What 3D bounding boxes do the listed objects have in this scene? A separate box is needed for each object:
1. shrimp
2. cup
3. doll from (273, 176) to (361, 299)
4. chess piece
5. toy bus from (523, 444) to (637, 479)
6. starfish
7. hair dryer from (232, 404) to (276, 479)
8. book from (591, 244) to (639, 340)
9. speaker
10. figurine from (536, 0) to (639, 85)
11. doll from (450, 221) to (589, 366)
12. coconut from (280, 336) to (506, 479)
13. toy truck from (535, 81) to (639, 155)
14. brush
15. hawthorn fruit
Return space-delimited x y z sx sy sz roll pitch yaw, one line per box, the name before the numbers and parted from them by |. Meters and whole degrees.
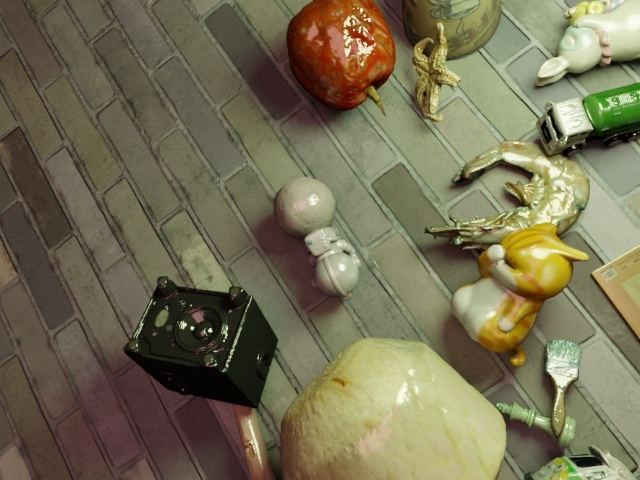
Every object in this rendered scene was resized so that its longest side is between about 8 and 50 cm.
shrimp | 0.388 -0.089 1.166 0.360 0.085 0.246 -20 71 4
cup | 0.309 -0.590 1.190 0.227 0.257 0.301 33 87 16
doll | 0.000 0.000 1.219 0.151 0.151 0.287 -28 77 8
chess piece | 0.423 0.357 1.083 0.149 0.059 0.059 16 84 21
toy bus | 0.531 0.526 0.975 0.179 0.143 0.305 -38 72 3
starfish | 0.246 -0.372 1.209 0.150 0.053 0.209 38 135 39
hair dryer | -0.147 0.460 1.165 0.107 0.189 0.344 -30 59 10
book | 0.647 0.107 1.092 0.118 0.012 0.172 -32 73 7
speaker | -0.241 0.225 1.157 0.232 0.254 0.184 6 57 16
figurine | 0.569 -0.430 1.158 0.236 0.127 0.155 -14 95 15
doll | 0.375 0.097 1.065 0.269 0.162 0.166 -66 29 26
coconut | 0.139 0.396 1.002 0.416 0.344 0.415 1 97 8
toy truck | 0.579 -0.254 1.108 0.243 0.125 0.101 -15 77 0
brush | 0.472 0.289 1.069 0.070 0.021 0.196 10 64 16
hawthorn fruit | 0.046 -0.431 1.232 0.258 0.258 0.261 -34 56 6
